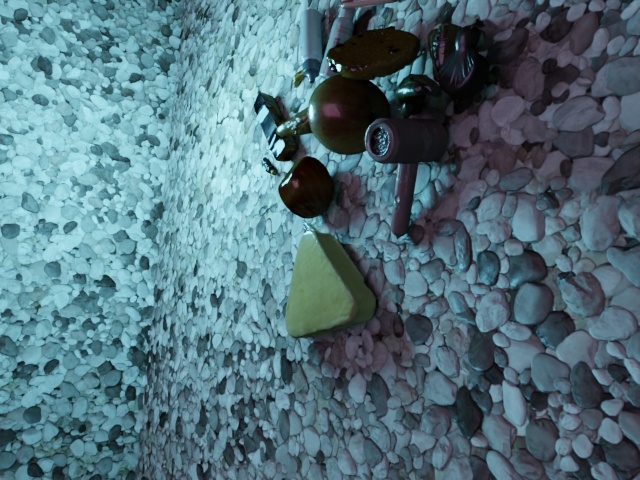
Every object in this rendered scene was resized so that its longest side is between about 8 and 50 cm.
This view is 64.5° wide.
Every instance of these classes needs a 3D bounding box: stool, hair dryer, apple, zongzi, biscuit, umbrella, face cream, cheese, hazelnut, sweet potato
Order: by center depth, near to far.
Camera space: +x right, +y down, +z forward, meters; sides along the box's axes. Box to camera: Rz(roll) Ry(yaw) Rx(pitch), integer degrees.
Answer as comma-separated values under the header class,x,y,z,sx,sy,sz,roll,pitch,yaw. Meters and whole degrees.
class,x,y,z,sx,sy,sz,roll,pitch,yaw
stool,0.392,-0.462,1.333,0.125,0.121,0.217,22,101,55
hair dryer,0.229,-0.167,1.438,0.125,0.211,0.352,24,115,48
zongzi,0.344,-0.524,1.480,0.178,0.082,0.188,-133,44,-72
biscuit,0.166,-0.575,1.577,0.296,0.296,0.075,51,162,46
apple,0.095,-0.402,1.613,0.234,0.257,0.256,16,95,50
cheese,0.008,0.135,1.702,0.384,0.104,0.383,-8,79,52
hazelnut,-0.046,-0.187,1.841,0.212,0.181,0.181,-43,21,38
face cream,0.068,-0.731,1.878,0.082,0.082,0.268,29,106,53
sweet potato,-0.038,-0.473,1.947,0.342,0.092,0.114,-33,86,36
face cream,-0.036,-0.766,2.021,0.092,0.092,0.311,-22,65,50
umbrella,-0.229,-0.322,2.218,0.040,0.037,0.144,-52,39,13

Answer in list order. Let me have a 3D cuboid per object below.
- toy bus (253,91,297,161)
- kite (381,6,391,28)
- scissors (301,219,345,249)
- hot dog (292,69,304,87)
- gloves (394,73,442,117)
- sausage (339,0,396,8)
class,x,y,z,sx,sy,sz,roll,pitch,yaw
toy bus,-0.200,-0.491,2.174,0.093,0.092,0.408,-54,43,34
kite,0.220,-0.767,1.746,0.044,0.002,0.078,38,111,51
scissors,0.000,0.000,1.833,0.300,0.022,0.109,47,122,44
hot dog,-0.096,-0.683,2.129,0.090,0.034,0.030,-49,45,37
gloves,0.262,-0.406,1.416,0.135,0.107,0.268,-61,4,6
sausage,0.167,-0.829,1.758,0.254,0.034,0.034,11,90,36
